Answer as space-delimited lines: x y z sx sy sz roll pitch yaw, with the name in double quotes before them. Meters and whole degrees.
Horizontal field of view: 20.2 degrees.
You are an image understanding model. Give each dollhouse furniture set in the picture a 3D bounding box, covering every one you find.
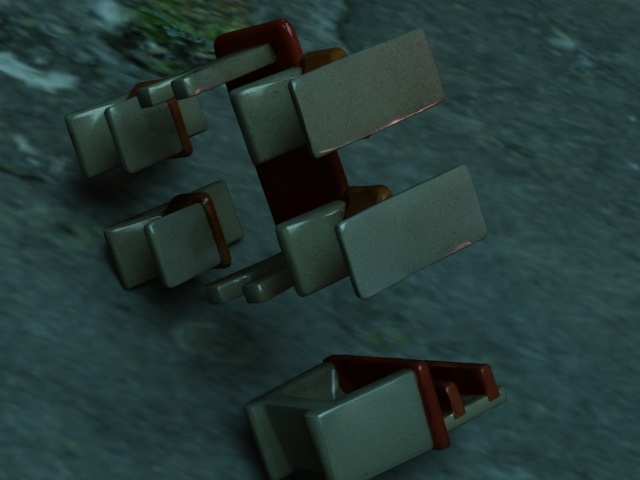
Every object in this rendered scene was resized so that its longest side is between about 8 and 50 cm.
"dollhouse furniture set" 0.000 0.000 1.035 0.135 0.262 0.259 -25 103 -31
